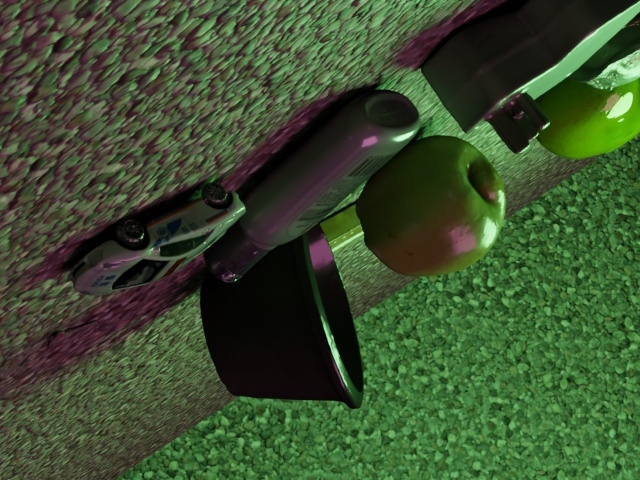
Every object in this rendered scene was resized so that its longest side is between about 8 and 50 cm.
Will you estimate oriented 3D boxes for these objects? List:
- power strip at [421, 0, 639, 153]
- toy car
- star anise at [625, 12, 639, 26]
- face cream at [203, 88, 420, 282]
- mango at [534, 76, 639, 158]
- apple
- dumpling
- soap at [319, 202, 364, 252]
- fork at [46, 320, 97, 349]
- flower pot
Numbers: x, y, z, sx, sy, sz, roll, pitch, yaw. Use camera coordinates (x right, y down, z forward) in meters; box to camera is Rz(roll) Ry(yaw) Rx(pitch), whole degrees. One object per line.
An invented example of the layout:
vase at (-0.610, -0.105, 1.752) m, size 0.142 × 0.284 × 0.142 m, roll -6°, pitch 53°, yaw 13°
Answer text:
power strip at (0.252, -0.201, 1.753) m, size 0.261 × 0.141 × 0.229 m, roll -33°, pitch 174°, yaw -33°
toy car at (-0.159, 0.005, 1.539) m, size 0.205 × 0.056 × 0.095 m, roll -29°, pitch 171°, yaw -44°
star anise at (0.413, -0.329, 1.868) m, size 0.220 × 0.099 × 0.214 m, roll -35°, pitch 160°, yaw 36°
face cream at (-0.018, -0.055, 1.712) m, size 0.291 × 0.071 × 0.144 m, roll -42°, pitch 169°, yaw 32°
mango at (0.384, -0.202, 2.260) m, size 0.185 × 0.149 × 0.273 m, roll -29°, pitch 169°, yaw 19°
apple at (0.147, -0.044, 2.078) m, size 0.200 × 0.200 × 0.200 m, roll -35°, pitch 172°, yaw -6°
dumpling at (0.405, -0.252, 2.055) m, size 0.153 × 0.108 × 0.219 m, roll 10°, pitch -140°, yaw 31°
soap at (0.001, 0.001, 2.226) m, size 0.252 × 0.037 × 0.092 m, roll -30°, pitch 169°, yaw -36°
fork at (-0.280, 0.103, 1.762) m, size 0.016 × 0.012 × 0.115 m, roll -35°, pitch 178°, yaw 23°
flower pot at (-0.054, 0.105, 1.999) m, size 0.166 × 0.269 × 0.269 m, roll -17°, pitch 174°, yaw 6°
